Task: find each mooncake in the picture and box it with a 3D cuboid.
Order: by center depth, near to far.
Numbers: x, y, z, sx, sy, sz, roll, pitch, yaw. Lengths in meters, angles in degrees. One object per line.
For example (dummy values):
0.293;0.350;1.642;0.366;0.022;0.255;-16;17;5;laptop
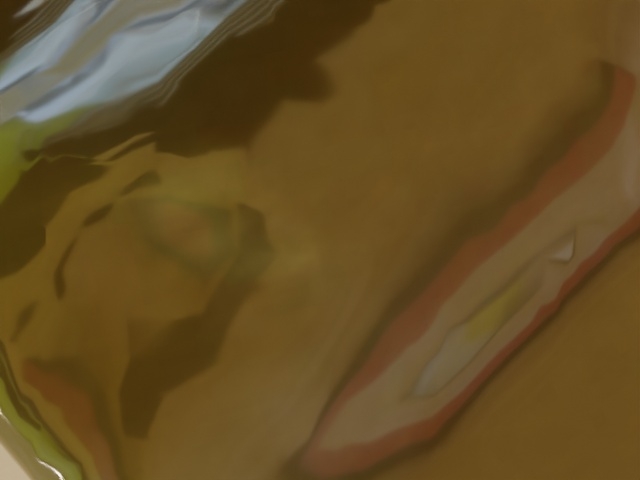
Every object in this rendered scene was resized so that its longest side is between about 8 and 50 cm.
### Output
0.000;0.000;0.550;0.201;0.378;0.378;-40;-85;-7;mooncake
